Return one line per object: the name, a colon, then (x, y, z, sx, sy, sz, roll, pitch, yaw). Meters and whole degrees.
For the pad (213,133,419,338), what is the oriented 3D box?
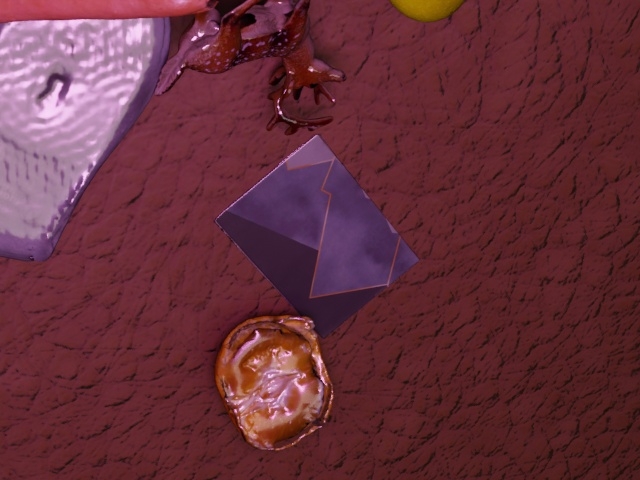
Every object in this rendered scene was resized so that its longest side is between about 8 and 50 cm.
pad: (0.000, 0.000, 2.003, 0.163, 0.004, 0.243, -40, 123, 1)

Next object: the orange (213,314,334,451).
orange: (-0.062, 0.169, 2.004, 0.160, 0.112, 0.170, 28, 80, -20)

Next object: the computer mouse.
computer mouse: (-0.297, -0.143, 1.727, 0.188, 0.122, 0.371, 28, 96, -18)

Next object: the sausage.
sausage: (-0.309, -0.251, 1.591, 0.419, 0.094, 0.094, -3, 94, 5)

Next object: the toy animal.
toy animal: (-0.061, -0.213, 1.746, 0.243, 0.087, 0.260, -4, 147, -30)

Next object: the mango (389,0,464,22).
mango: (0.159, -0.373, 1.795, 0.175, 0.143, 0.293, 14, 121, -34)
